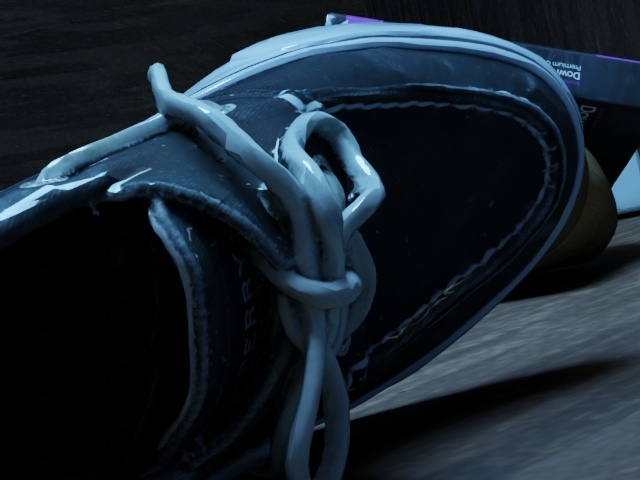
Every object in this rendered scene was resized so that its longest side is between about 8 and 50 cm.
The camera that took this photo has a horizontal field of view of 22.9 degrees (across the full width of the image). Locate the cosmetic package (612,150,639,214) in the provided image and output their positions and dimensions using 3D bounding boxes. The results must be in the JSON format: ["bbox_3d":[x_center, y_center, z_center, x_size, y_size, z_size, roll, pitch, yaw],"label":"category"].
[{"bbox_3d":[0.076,-0.048,1.206,0.284,0.097,0.377,-14,3,3],"label":"cosmetic package"}]

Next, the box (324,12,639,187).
[{"bbox_3d":[0.077,-0.063,0.780,0.162,0.029,0.116,8,-20,-1],"label":"box"}]

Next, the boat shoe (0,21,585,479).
[{"bbox_3d":[-0.034,0.012,0.396,0.306,0.113,0.105,-15,11,-31],"label":"boat shoe"}]

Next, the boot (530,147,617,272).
[{"bbox_3d":[0.000,0.000,0.799,0.305,0.112,0.115,-5,-14,26],"label":"boot"}]
